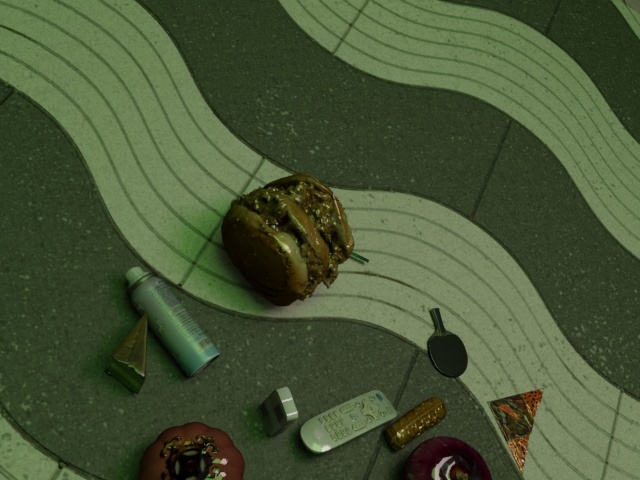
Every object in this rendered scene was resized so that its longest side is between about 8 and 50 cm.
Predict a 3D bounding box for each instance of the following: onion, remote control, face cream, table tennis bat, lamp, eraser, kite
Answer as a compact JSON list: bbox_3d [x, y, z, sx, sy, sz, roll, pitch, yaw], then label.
[{"bbox_3d":[0.243,0.461,1.623,0.177,0.153,0.177,16,32,-10],"label":"onion"},{"bbox_3d":[0.053,0.357,1.656,0.229,0.044,0.073,-16,54,-41],"label":"remote control"},{"bbox_3d":[-0.284,0.145,1.592,0.075,0.075,0.229,-33,79,-36],"label":"face cream"},{"bbox_3d":[0.271,0.222,1.858,0.095,0.014,0.158,-3,65,-26],"label":"table tennis bat"},{"bbox_3d":[-0.218,0.400,1.446,0.182,0.140,0.182,3,55,-4],"label":"lamp"},{"bbox_3d":[-0.078,0.317,1.573,0.026,0.105,0.065,-12,67,-31],"label":"eraser"},{"bbox_3d":[0.412,0.379,1.841,0.125,0.008,0.222,30,53,-5],"label":"kite"}]

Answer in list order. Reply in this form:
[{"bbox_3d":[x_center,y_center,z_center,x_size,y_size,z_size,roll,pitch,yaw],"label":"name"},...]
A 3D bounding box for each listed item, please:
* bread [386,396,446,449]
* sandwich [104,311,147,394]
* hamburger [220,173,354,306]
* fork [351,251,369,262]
[{"bbox_3d":[0.193,0.366,1.716,0.157,0.044,0.052,-26,81,-34],"label":"bread"},{"bbox_3d":[-0.323,0.203,1.540,0.074,0.074,0.116,35,52,-2],"label":"sandwich"},{"bbox_3d":[-0.074,-0.012,1.680,0.245,0.261,0.211,33,55,19],"label":"hamburger"},{"bbox_3d":[-0.001,0.001,1.851,0.235,0.021,0.039,27,58,-11],"label":"fork"}]
